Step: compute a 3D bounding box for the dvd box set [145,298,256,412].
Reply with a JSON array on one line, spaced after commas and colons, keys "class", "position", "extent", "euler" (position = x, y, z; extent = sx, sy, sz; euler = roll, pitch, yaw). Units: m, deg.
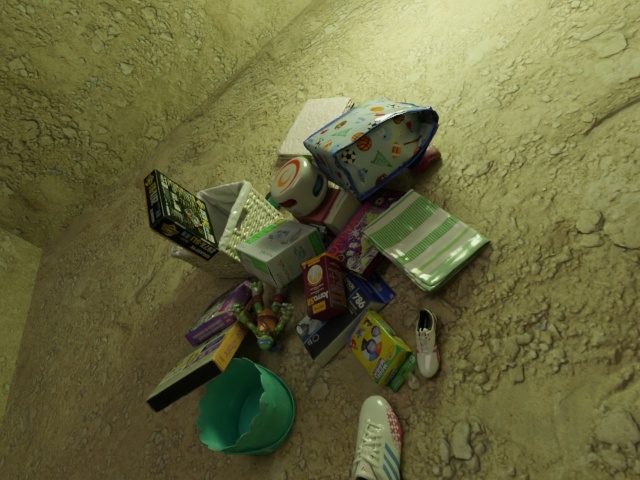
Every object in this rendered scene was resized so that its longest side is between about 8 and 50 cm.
[{"class": "dvd box set", "position": [-0.393, 0.388, 1.661], "extent": [0.307, 0.062, 0.420], "euler": [-34, 10, 17]}]

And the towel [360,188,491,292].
[{"class": "towel", "position": [0.307, -0.009, 1.457], "extent": [0.248, 0.038, 0.325], "euler": [-39, 49, -9]}]

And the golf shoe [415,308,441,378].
[{"class": "golf shoe", "position": [0.284, 0.278, 1.295], "extent": [0.067, 0.086, 0.186], "euler": [-15, 53, 33]}]

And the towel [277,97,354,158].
[{"class": "towel", "position": [-0.027, -0.516, 2.201], "extent": [0.316, 0.053, 0.332], "euler": [13, 70, 45]}]

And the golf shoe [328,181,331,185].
[{"class": "golf shoe", "position": [-0.010, -0.195, 1.934], "extent": [0.198, 0.077, 0.094], "euler": [-40, 52, 21]}]

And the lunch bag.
[{"class": "lunch bag", "position": [0.187, -0.349, 1.674], "extent": [0.385, 0.239, 0.328], "euler": [-38, 30, -6]}]

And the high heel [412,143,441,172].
[{"class": "high heel", "position": [0.331, -0.344, 1.732], "extent": [0.117, 0.082, 0.244], "euler": [-32, 56, 4]}]

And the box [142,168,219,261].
[{"class": "box", "position": [-0.516, -0.095, 1.750], "extent": [0.079, 0.257, 0.322], "euler": [-40, 44, 10]}]

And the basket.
[{"class": "basket", "position": [-0.383, -0.029, 1.979], "extent": [0.331, 0.266, 0.329], "euler": [-5, 57, 38]}]

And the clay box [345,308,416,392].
[{"class": "clay box", "position": [0.170, 0.314, 1.369], "extent": [0.128, 0.053, 0.222], "euler": [-60, 37, 14]}]

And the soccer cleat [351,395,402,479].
[{"class": "soccer cleat", "position": [0.137, 0.537, 1.182], "extent": [0.116, 0.143, 0.331], "euler": [-25, 46, 26]}]

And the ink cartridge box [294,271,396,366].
[{"class": "ink cartridge box", "position": [0.073, 0.230, 1.535], "extent": [0.333, 0.065, 0.165], "euler": [-45, 40, 3]}]

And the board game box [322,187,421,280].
[{"class": "board game box", "position": [0.177, -0.034, 1.614], "extent": [0.208, 0.056, 0.347], "euler": [16, 61, 51]}]

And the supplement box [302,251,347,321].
[{"class": "supplement box", "position": [0.012, 0.148, 1.510], "extent": [0.104, 0.080, 0.188], "euler": [-28, 56, 32]}]

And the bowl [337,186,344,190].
[{"class": "bowl", "position": [0.141, -0.207, 1.815], "extent": [0.142, 0.053, 0.142], "euler": [13, 69, 45]}]

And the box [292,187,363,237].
[{"class": "box", "position": [0.031, -0.107, 1.778], "extent": [0.232, 0.127, 0.149], "euler": [15, 70, 47]}]

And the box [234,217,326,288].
[{"class": "box", "position": [-0.148, 0.042, 1.747], "extent": [0.231, 0.127, 0.262], "euler": [-34, 28, -23]}]

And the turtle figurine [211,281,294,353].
[{"class": "turtle figurine", "position": [-0.194, 0.221, 1.642], "extent": [0.197, 0.275, 0.266], "euler": [-32, 29, 19]}]

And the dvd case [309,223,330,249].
[{"class": "dvd case", "position": [0.000, 0.000, 1.743], "extent": [0.013, 0.120, 0.087], "euler": [-29, 29, -33]}]

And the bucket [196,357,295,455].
[{"class": "bucket", "position": [-0.224, 0.526, 1.479], "extent": [0.281, 0.183, 0.281], "euler": [-23, 48, 28]}]

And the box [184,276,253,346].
[{"class": "box", "position": [-0.369, 0.262, 1.796], "extent": [0.200, 0.057, 0.293], "euler": [-33, 11, 19]}]

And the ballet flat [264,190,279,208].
[{"class": "ballet flat", "position": [-0.142, -0.247, 2.070], "extent": [0.280, 0.095, 0.096], "euler": [-37, 30, 14]}]

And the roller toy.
[{"class": "roller toy", "position": [-0.074, -0.188, 1.724], "extent": [0.209, 0.146, 0.191], "euler": [-47, 33, 15]}]
